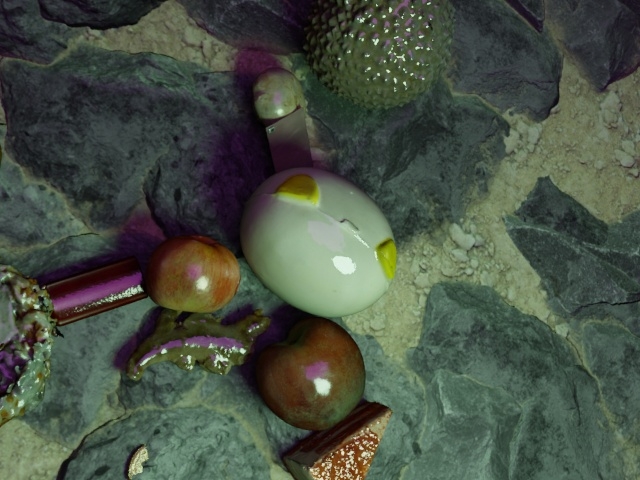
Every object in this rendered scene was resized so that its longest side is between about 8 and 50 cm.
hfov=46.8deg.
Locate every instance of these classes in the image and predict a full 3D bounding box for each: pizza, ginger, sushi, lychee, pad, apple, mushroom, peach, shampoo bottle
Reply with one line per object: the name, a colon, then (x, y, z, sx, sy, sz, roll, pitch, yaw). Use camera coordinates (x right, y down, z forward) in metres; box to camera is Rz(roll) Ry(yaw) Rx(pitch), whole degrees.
pizza: (-0.399, 0.484, 1.613, 0.037, 0.016, 0.083, 27, 70, -14)
ginger: (-0.272, 0.224, 1.673, 0.333, 0.080, 0.166, -3, 68, -15)
sushi: (-0.704, 0.195, 1.403, 0.418, 0.176, 0.417, 2, 71, -6)
lychee: (0.147, -0.517, 1.793, 0.381, 0.432, 0.380, 7, 43, -6)
pad: (-0.070, -0.220, 1.784, 0.113, 0.187, 0.006, -34, 50, -23)
apple: (-0.277, 0.071, 1.622, 0.210, 0.209, 0.164, 9, 93, -20)
mushroom: (-0.106, -0.335, 1.788, 0.127, 0.166, 0.166, -14, 86, 16)
peach: (-0.016, 0.306, 1.675, 0.253, 0.252, 0.252, 3, 80, -21)
shampoo bottle: (-0.512, 0.118, 1.598, 0.260, 0.064, 0.102, -19, 88, -23)

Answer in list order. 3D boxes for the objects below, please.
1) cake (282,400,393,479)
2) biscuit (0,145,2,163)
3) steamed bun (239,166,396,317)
cake: (0.072, 0.505, 1.717, 0.262, 0.158, 0.159, -28, 96, -24)
biscuit: (-0.782, -0.182, 1.557, 0.212, 0.036, 0.212, 3, 81, -20)
steamed bun: (-0.003, 0.005, 1.674, 0.374, 0.334, 0.333, 35, 71, -14)
